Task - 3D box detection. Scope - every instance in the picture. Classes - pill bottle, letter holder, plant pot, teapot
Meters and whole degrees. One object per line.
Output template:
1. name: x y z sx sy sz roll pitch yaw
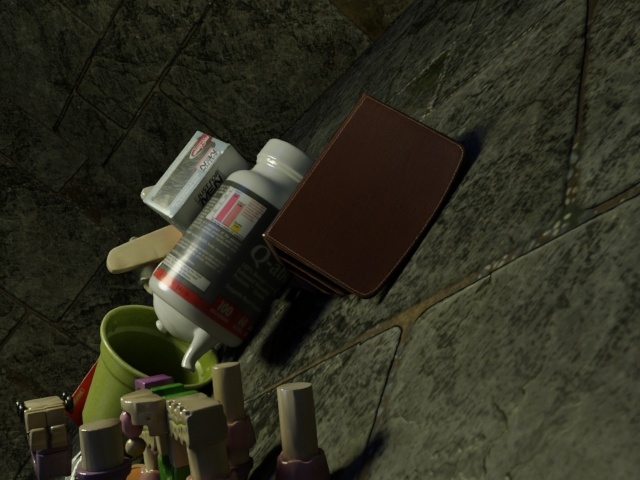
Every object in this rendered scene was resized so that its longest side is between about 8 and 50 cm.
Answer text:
1. pill bottle: -0.135 0.000 1.253 0.363 0.210 0.210 -54 14 -9
2. letter holder: 0.086 -0.051 1.107 0.302 0.214 0.152 -56 -17 -12
3. plant pot: -0.408 0.330 1.503 0.254 0.276 0.276 -60 11 19
4. teapot: -0.291 0.139 1.500 0.187 0.252 0.256 -36 0 1

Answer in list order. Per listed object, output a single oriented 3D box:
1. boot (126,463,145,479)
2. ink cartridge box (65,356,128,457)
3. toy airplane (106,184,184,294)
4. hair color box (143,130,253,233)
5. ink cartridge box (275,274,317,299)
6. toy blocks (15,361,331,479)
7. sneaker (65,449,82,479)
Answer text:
1. boot: -0.326 0.474 1.213 0.197 0.073 0.152 -50 18 18
2. ink cartridge box: -0.493 0.380 1.666 0.060 0.239 0.275 8 49 22
3. toy airplane: -0.340 0.005 1.816 0.384 0.386 0.272 -79 2 -49
4. hair color box: -0.182 -0.044 1.433 0.113 0.374 0.185 27 77 38
5. ink cartridge box: 0.000 0.000 1.368 0.311 0.065 0.186 -53 16 -10
6. toy blocks: -0.178 0.310 0.800 0.288 0.309 0.260 -5 90 61
7. sneaker: -0.598 0.634 1.629 0.108 0.100 0.271 -20 40 56
